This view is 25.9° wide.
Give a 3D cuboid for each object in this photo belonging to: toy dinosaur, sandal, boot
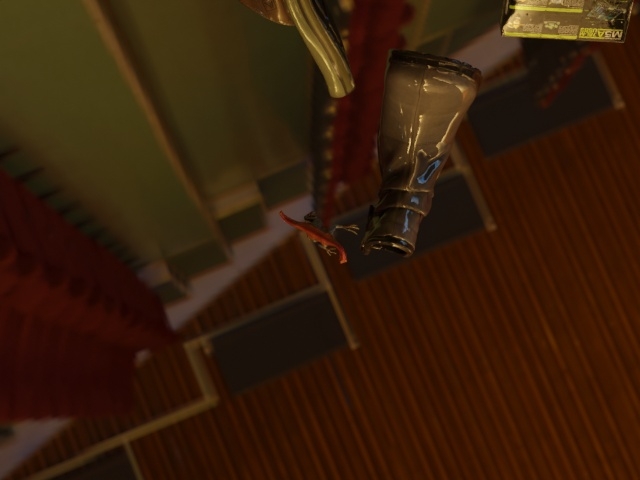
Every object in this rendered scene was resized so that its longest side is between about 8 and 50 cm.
[{"bbox_3d":[0.000,0.000,1.710,0.090,0.047,0.082,2,-157,-20],"label":"toy dinosaur"},{"bbox_3d":[-0.054,-0.272,1.473,0.086,0.303,0.120,-21,-154,12],"label":"sandal"},{"bbox_3d":[0.113,-0.092,1.699,0.118,0.223,0.338,14,171,8],"label":"boot"}]

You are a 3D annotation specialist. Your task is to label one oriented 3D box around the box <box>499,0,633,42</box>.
[{"bbox_3d":[0.369,-0.380,2.047,0.190,0.045,0.184,2,136,0],"label":"box"}]
